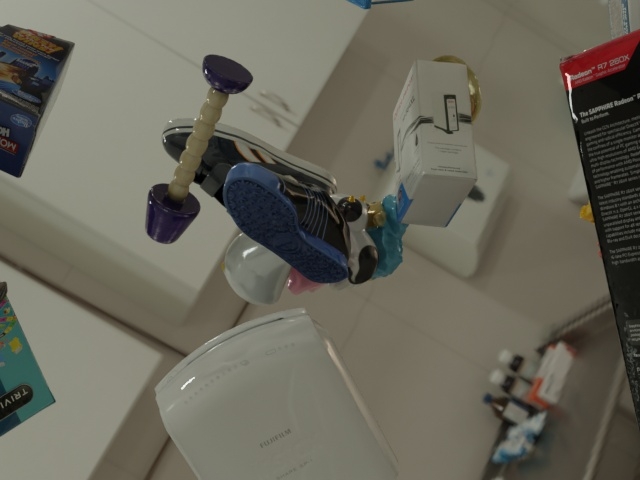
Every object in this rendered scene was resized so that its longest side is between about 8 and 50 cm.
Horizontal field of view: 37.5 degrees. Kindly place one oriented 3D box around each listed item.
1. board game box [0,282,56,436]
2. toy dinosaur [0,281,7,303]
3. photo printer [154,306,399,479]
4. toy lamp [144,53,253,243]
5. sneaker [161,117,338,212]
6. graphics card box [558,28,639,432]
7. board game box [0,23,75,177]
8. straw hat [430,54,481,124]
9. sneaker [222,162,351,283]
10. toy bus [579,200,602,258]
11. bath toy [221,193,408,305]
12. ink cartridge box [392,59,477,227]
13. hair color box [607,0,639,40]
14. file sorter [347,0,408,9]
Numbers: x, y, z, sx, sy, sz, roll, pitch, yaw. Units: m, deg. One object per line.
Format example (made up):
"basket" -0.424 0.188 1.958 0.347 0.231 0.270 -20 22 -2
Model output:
"board game box" -0.607 0.175 1.504 0.079 0.336 0.253 -6 19 43
"toy dinosaur" -0.383 -0.014 0.672 0.127 0.295 0.201 -26 -66 -57
"photo printer" -0.062 0.255 1.296 0.256 0.308 0.107 -28 22 -2
"toy lamp" -0.173 -0.115 1.288 0.275 0.080 0.080 -62 2 29
"sneaker" -0.126 -0.099 1.604 0.126 0.321 0.128 133 154 -60
"graphics card box" 0.362 -0.017 0.834 0.232 0.094 0.371 -16 84 52
"board game box" -0.296 -0.146 0.801 0.194 0.194 0.060 -71 7 -68
"straw hat" 0.240 -0.251 1.648 0.061 0.144 0.144 -9 -36 -43
"sneaker" -0.037 -0.037 1.132 0.081 0.232 0.091 -15 52 25
"toy bus" 0.450 -0.076 1.289 0.220 0.149 0.212 120 173 -68
"bath toy" 0.000 0.000 1.413 0.348 0.151 0.129 -11 -26 -51
"ink cartridge box" 0.166 -0.144 1.407 0.148 0.085 0.203 111 161 -60
"hair color box" 0.532 -0.301 1.137 0.105 0.347 0.174 -74 -24 -78
"file sorter" 0.083 -0.442 1.387 0.118 0.104 0.170 42 135 48
